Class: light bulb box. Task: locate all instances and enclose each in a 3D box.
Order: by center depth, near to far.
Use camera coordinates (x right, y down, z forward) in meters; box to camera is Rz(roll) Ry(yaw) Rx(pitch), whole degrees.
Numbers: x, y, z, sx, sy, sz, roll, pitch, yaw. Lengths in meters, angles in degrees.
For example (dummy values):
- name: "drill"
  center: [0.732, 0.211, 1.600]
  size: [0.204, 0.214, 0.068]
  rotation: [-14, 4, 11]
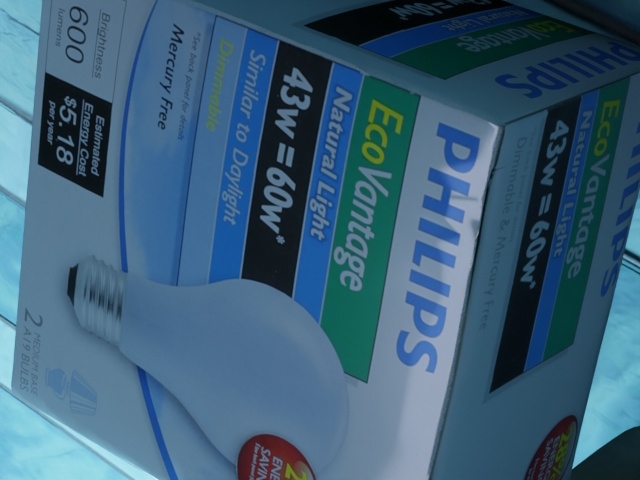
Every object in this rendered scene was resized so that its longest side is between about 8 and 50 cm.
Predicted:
- name: "light bulb box"
  center: [0.000, 0.000, 1.090]
  size: [0.361, 0.225, 0.358]
  rotation: [24, 119, 30]

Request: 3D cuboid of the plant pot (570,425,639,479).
- name: "plant pot"
  center: [0.231, 0.301, 1.190]
  size: [0.323, 0.280, 0.323]
  rotation: [32, 154, 17]
